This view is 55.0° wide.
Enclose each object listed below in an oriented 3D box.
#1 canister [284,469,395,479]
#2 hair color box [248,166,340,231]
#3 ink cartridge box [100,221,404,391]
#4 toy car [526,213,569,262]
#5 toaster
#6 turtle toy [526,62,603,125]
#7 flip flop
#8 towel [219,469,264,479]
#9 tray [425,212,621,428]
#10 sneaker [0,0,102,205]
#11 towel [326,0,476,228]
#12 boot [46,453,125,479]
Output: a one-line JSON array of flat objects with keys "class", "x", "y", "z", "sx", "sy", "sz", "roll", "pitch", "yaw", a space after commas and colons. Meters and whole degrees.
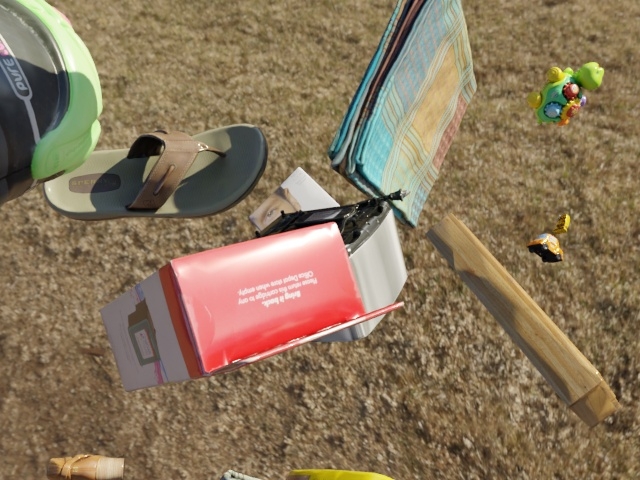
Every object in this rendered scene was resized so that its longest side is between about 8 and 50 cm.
[{"class": "canister", "x": -0.014, "y": 0.211, "z": 0.318, "sx": 0.126, "sy": 0.073, "sz": 0.170, "roll": -26, "pitch": 23, "yaw": 51}, {"class": "hair color box", "x": 0.000, "y": 0.000, "z": 1.477, "sx": 0.185, "sy": 0.110, "sz": 0.339, "roll": -45, "pitch": 57, "yaw": 1}, {"class": "ink cartridge box", "x": -0.064, "y": 0.051, "z": 0.459, "sx": 0.134, "sy": 0.231, "sz": 0.078, "roll": -15, "pitch": 84, "yaw": -36}, {"class": "toy car", "x": 0.377, "y": -0.004, "z": 0.969, "sx": 0.060, "sy": 0.122, "sz": 0.041, "roll": 26, "pitch": 68, "yaw": -1}, {"class": "toaster", "x": 0.006, "y": 0.029, "z": 0.715, "sx": 0.185, "sy": 0.110, "sz": 0.168, "roll": -7, "pitch": 22, "yaw": 30}, {"class": "turtle toy", "x": 0.416, "y": -0.247, "z": 1.038, "sx": 0.130, "sy": 0.095, "sz": 0.066, "roll": -52, "pitch": 54, "yaw": 18}, {"class": "flip flop", "x": -0.199, "y": -0.086, "z": 0.728, "sx": 0.276, "sy": 0.080, "sz": 0.112, "roll": -6, "pitch": 71, "yaw": 1}, {"class": "towel", "x": -0.108, "y": 0.563, "z": 1.161, "sx": 0.312, "sy": 0.324, "sz": 0.056, "roll": -58, "pitch": 27, "yaw": 19}, {"class": "tray", "x": 0.366, "y": 0.138, "z": 1.133, "sx": 0.076, "sy": 0.203, "sz": 0.411, "roll": -41, "pitch": 50, "yaw": 9}, {"class": "sneaker", "x": -0.385, "y": -0.110, "z": 0.350, "sx": 0.482, "sy": 0.185, "sz": 0.202, "roll": 7, "pitch": 32, "yaw": -5}, {"class": "towel", "x": 0.132, "y": -0.167, "z": 0.799, "sx": 0.040, "sy": 0.370, "sz": 0.272, "roll": 24, "pitch": 89, "yaw": 22}, {"class": "boot", "x": -0.501, "y": 0.493, "z": 1.321, "sx": 0.152, "sy": 0.197, "sz": 0.073, "roll": 5, "pitch": 61, "yaw": -15}]
